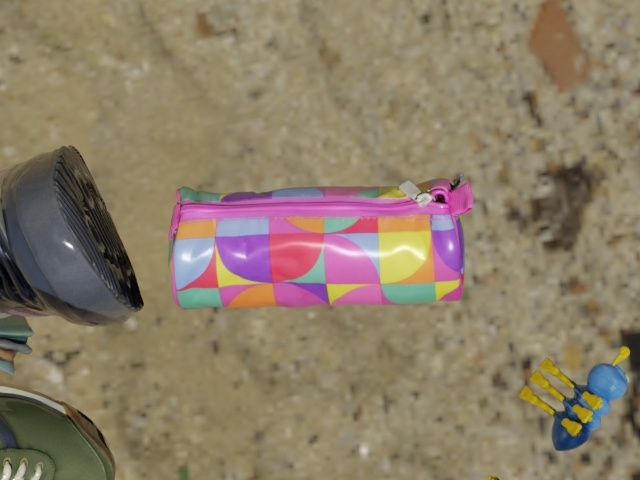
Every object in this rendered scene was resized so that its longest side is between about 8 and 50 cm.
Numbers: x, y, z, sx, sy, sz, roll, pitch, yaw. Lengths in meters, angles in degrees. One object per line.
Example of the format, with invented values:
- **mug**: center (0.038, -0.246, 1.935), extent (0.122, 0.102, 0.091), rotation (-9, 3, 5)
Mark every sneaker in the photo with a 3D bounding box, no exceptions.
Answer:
- **sneaker**: center (-0.163, 0.095, 0.684), extent (0.192, 0.064, 0.086), rotation (25, 21, -32)
- **sneaker**: center (-0.185, 0.013, 1.023), extent (0.319, 0.131, 0.112), rotation (-167, -127, -82)

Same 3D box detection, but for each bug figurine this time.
- **bug figurine**: center (0.240, 0.216, 1.393), extent (0.072, 0.279, 0.216), rotation (37, 94, -35)

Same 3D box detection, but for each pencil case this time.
- **pencil case**: center (0.000, 0.000, 1.302), extent (0.104, 0.236, 0.104), rotation (-4, 90, -86)

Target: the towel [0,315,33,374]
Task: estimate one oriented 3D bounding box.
- **towel**: center (-0.418, 0.006, 1.226), extent (0.370, 0.271, 0.040), rotation (6, 115, -29)
